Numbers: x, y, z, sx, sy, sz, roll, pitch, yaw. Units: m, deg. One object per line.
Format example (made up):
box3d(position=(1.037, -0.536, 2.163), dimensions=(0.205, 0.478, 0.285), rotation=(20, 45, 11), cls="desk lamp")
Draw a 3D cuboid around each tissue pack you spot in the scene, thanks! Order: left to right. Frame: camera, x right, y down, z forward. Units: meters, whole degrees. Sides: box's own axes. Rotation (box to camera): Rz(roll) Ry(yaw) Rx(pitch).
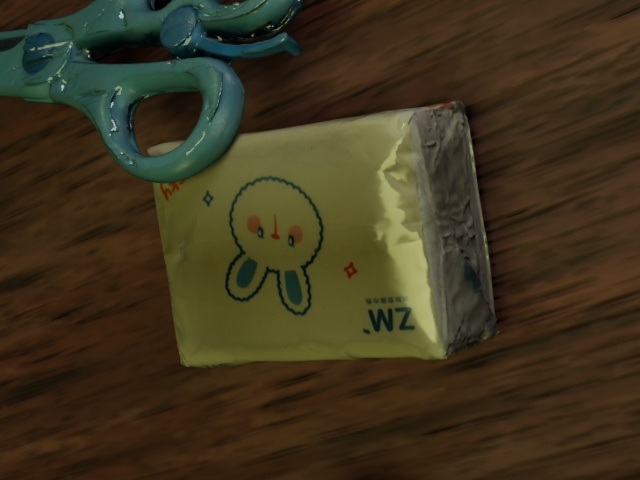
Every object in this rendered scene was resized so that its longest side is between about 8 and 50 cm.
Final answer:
box3d(position=(0.000, 0.000, 0.827), dimensions=(0.196, 0.092, 0.148), rotation=(-6, 97, 32), cls="tissue pack")

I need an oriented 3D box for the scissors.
box3d(position=(-0.171, -0.127, 0.906), dimensions=(0.392, 0.032, 0.180), rotation=(4, 70, 39), cls="scissors")
